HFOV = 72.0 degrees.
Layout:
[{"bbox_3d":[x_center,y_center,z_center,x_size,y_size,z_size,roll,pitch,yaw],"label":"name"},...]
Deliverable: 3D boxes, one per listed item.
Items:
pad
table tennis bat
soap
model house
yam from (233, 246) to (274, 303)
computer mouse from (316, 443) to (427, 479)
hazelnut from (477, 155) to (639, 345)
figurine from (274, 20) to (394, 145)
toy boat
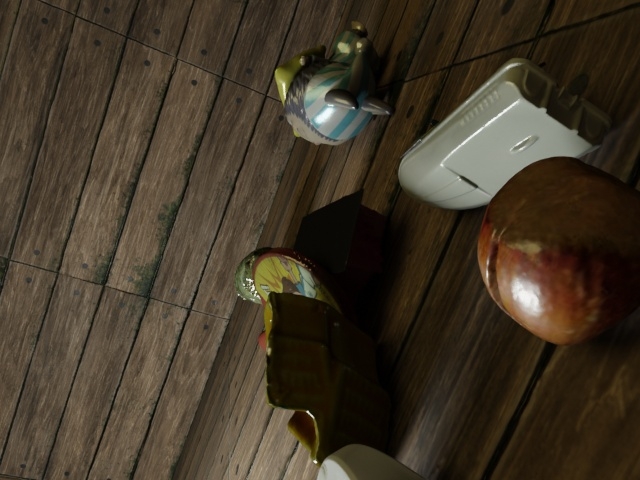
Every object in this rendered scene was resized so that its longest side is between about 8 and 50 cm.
[{"bbox_3d":[0.000,0.000,0.854,0.243,0.004,0.163,-19,51,58],"label":"pad"},{"bbox_3d":[-0.054,0.159,0.917,0.051,0.268,0.414,-37,-7,-33],"label":"table tennis bat"},{"bbox_3d":[0.018,0.053,0.981,0.325,0.127,0.220,140,148,-64],"label":"soap"},{"bbox_3d":[-0.004,0.238,0.672,0.173,0.268,0.239,-41,28,23],"label":"model house"},{"bbox_3d":[-0.205,0.127,1.561,0.300,0.195,0.195,156,131,-71],"label":"yam"},{"bbox_3d":[0.080,0.317,0.434,0.297,0.121,0.184,141,133,-69],"label":"computer mouse"},{"bbox_3d":[0.207,0.009,0.376,0.143,0.143,0.154,-57,13,43],"label":"hazelnut"},{"bbox_3d":[0.102,-0.406,1.229,0.361,0.266,0.378,-46,49,-3],"label":"figurine"},{"bbox_3d":[0.198,-0.120,0.544,0.269,0.141,0.140,161,127,-74],"label":"toy boat"}]
